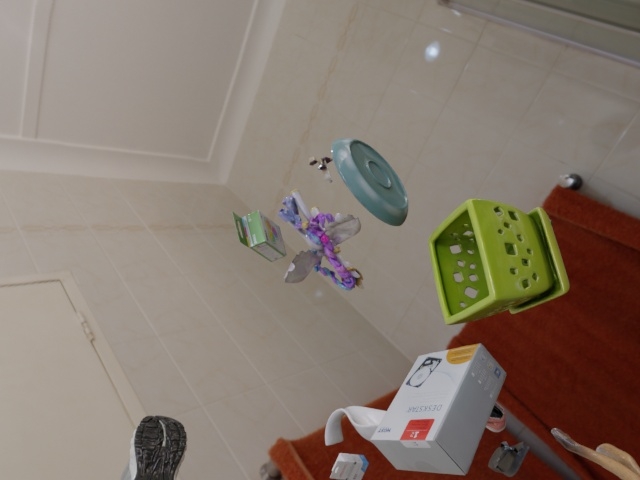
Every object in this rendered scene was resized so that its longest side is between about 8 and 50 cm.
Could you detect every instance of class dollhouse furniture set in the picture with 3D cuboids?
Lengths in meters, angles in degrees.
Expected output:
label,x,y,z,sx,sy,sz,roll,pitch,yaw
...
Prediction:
label,x,y,z,sx,sy,sz,roll,pitch,yaw
dollhouse furniture set,0.038,-0.234,1.366,0.114,0.081,0.091,-25,-16,35

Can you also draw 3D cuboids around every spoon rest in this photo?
label,x,y,z,sx,sy,sz,roll,pitch,yaw
spoon rest,0.103,0.425,1.027,0.137,0.084,0.276,3,-24,-38

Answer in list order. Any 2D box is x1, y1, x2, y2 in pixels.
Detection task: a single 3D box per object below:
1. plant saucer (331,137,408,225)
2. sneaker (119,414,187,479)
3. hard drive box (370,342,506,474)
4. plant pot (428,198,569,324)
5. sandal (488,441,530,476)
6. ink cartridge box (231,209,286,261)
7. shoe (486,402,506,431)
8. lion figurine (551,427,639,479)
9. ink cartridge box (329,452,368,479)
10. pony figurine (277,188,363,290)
label,x,y,z,sx,sy,sz,roll,pitch,yaw
plant saucer,0.159,-0.184,1.295,0.043,0.318,0.317,-39,-26,30
sneaker,-0.253,0.382,0.627,0.100,0.271,0.108,19,-73,-11
hard drive box,0.233,0.326,0.866,0.232,0.089,0.181,-46,7,-39
plant pot,0.394,0.052,0.985,0.207,0.227,0.228,-1,-22,-11
sandal,0.535,0.636,1.294,0.097,0.054,0.254,-48,-19,-24
ink cartridge box,-0.181,-0.019,1.341,0.062,0.109,0.209,-23,-25,12
shoe,0.389,0.416,1.133,0.063,0.178,0.081,-46,-39,-25
lion figurine,0.407,0.412,0.477,0.142,0.392,0.240,-28,-13,-3
ink cartridge box,0.059,0.502,0.980,0.083,0.028,0.048,19,-81,-26
pony figurine,0.000,0.000,1.494,0.303,0.363,0.351,-40,-27,7
